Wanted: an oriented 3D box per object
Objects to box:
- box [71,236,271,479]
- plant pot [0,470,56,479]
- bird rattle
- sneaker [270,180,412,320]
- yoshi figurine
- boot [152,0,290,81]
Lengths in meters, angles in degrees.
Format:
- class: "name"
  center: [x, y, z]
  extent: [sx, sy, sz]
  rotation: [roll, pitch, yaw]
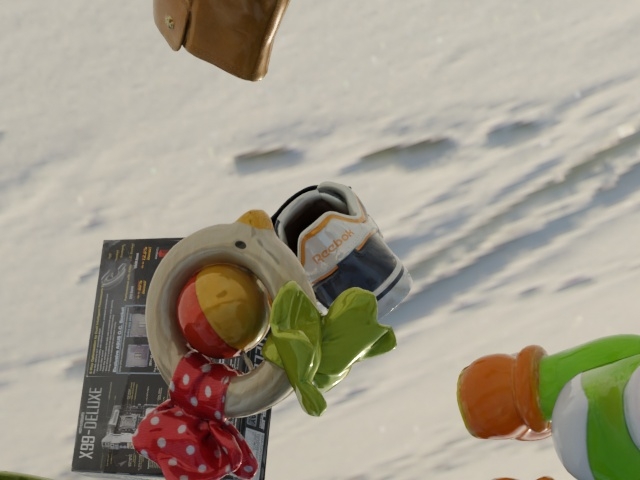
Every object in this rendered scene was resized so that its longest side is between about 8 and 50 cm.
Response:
- class: "box"
  center: [-0.175, 0.150, 1.919]
  extent: [0.242, 0.307, 0.076]
  rotation: [-2, 164, 28]
- class: "plant pot"
  center: [-0.379, 0.437, 1.438]
  extent: [0.367, 0.353, 0.366]
  rotation: [0, -171, 0]
- class: "bird rattle"
  center: [-0.069, 0.091, 1.307]
  extent: [0.253, 0.207, 0.143]
  rotation: [-35, 162, 34]
- class: "sneaker"
  center: [0.000, 0.000, 1.639]
  extent: [0.126, 0.127, 0.321]
  rotation: [-41, -166, -8]
- class: "yoshi figurine"
  center: [0.277, 0.113, 0.934]
  extent: [0.362, 0.203, 0.203]
  rotation: [-18, -161, 33]
- class: "boot"
  center: [-0.132, -0.289, 1.356]
  extent: [0.104, 0.295, 0.211]
  rotation: [-24, 148, -36]
